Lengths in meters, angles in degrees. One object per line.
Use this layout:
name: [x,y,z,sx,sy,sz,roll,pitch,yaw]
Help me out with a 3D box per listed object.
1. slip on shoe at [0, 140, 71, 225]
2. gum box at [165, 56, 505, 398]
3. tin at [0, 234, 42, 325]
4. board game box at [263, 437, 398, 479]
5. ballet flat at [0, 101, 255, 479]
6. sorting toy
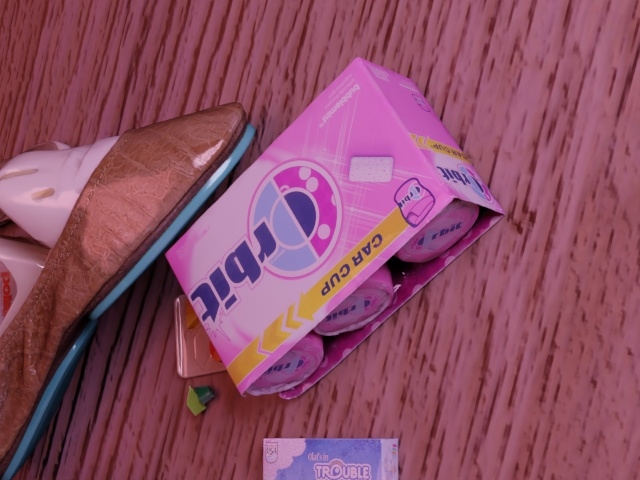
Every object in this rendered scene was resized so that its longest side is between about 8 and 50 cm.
slip on shoe: [-0.247,-0.041,0.904,0.135,0.041,0.051,-19,71,35]
gum box: [0.000,0.000,0.683,0.188,0.062,0.107,-44,60,24]
tin: [-0.282,0.054,0.922,0.189,0.040,0.106,-11,80,37]
board game box: [0.005,0.161,0.683,0.090,0.020,0.090,-8,76,38]
ballet flat: [-0.183,0.020,0.782,0.124,0.116,0.342,35,115,-7]
sorting toy: [-0.073,0.072,0.765,0.062,0.012,0.083,-14,74,36]
